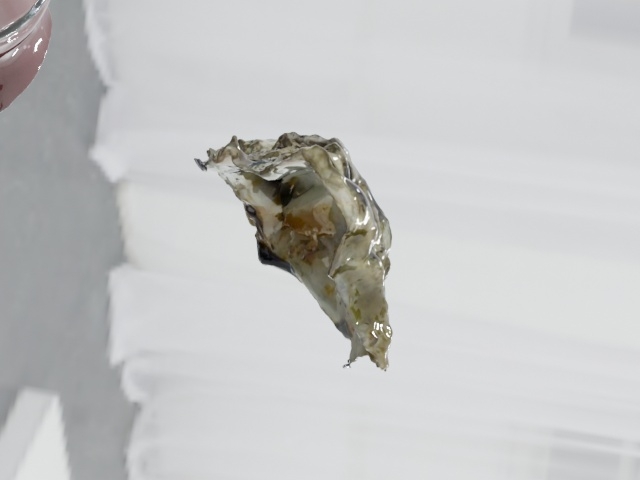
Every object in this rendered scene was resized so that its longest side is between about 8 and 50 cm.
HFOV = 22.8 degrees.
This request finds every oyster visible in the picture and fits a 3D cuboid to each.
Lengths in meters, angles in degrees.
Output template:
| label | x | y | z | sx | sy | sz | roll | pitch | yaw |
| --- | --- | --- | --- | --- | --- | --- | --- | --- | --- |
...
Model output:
| label | x | y | z | sx | sy | sz | roll | pitch | yaw |
| --- | --- | --- | --- | --- | --- | --- | --- | --- | --- |
| oyster | -0.003 | -0.007 | 0.614 | 0.148 | 0.051 | 0.103 | 27 | -33 | 59 |

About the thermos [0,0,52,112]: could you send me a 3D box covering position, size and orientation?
| label | x | y | z | sx | sy | sz | roll | pitch | yaw |
| --- | --- | --- | --- | --- | --- | --- | --- | --- | --- |
| thermos | -0.226 | -0.202 | 0.905 | 0.136 | 0.109 | 0.330 | 55 | -11 | 23 |
